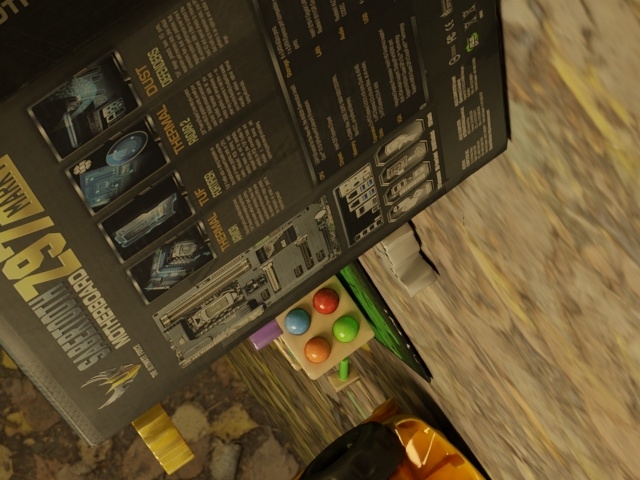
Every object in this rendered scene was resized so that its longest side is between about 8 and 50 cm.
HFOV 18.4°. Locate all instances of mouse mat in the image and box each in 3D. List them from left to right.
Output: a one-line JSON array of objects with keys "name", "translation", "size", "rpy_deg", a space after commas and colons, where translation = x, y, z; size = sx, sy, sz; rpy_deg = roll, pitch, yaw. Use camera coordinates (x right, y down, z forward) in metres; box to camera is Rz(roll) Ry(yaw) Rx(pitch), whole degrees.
[{"name": "mouse mat", "translation": [0.000, 0.000, 1.258], "size": [0.190, 0.007, 0.152], "rpy_deg": [56, 172, -23]}]

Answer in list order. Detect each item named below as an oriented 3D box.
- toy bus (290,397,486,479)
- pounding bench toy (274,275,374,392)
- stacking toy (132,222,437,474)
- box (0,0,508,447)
[{"name": "toy bus", "translation": [0.012, 0.214, 1.376], "size": [0.149, 0.220, 0.211], "rpy_deg": [50, 180, -11]}, {"name": "pounding bench toy", "translation": [0.004, 0.065, 1.293], "size": [0.083, 0.052, 0.065], "rpy_deg": [55, 172, -11]}, {"name": "stacking toy", "translation": [-0.061, 0.006, 1.032], "size": [0.221, 0.167, 0.052], "rpy_deg": [47, 170, 49]}, {"name": "box", "translation": [-0.035, -0.041, 0.589], "size": [0.059, 0.183, 0.233], "rpy_deg": [51, 173, 22]}]
